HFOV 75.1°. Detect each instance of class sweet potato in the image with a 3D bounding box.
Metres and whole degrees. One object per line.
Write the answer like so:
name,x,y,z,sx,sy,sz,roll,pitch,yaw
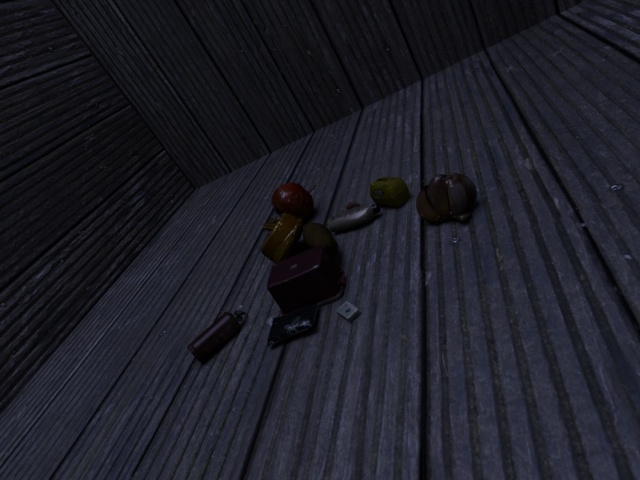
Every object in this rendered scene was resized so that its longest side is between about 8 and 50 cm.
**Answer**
sweet potato,0.003,0.005,1.857,0.130,0.131,0.423,-34,20,-2

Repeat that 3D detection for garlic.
garlic,0.489,-0.166,1.611,0.160,0.191,0.214,-19,5,-32

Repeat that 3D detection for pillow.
pillow,-0.103,0.310,1.550,0.208,0.055,0.141,-24,28,21

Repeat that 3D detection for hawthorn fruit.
hawthorn fruit,-0.130,-0.223,2.309,0.271,0.242,0.241,-38,27,-18

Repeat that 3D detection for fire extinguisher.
fire extinguisher,-0.422,0.383,1.742,0.269,0.105,0.104,-43,28,-18

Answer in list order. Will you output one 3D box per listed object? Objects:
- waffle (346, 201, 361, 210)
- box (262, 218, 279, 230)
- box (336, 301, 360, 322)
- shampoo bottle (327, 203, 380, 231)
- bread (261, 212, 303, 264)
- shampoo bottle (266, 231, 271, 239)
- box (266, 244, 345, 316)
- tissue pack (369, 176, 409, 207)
waffle,0.166,-0.156,2.025,0.083,0.075,0.029,-5,41,21
box,-0.275,-0.093,2.461,0.089,0.022,0.156,-44,28,-24
box,0.098,0.251,1.467,0.054,0.024,0.083,-38,26,-15
shampoo bottle,0.160,-0.112,1.952,0.256,0.078,0.127,-21,24,28
bread,-0.177,-0.010,1.995,0.269,0.145,0.268,-60,6,10
shampoo bottle,-0.234,-0.010,2.244,0.087,0.050,0.183,-44,29,-16
box,-0.064,0.158,1.645,0.293,0.168,0.193,-24,29,18
tissue pack,0.315,-0.231,1.933,0.123,0.127,0.178,-41,28,-22
